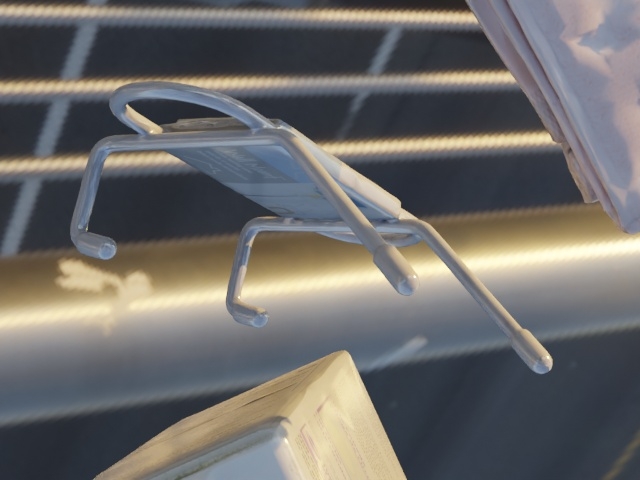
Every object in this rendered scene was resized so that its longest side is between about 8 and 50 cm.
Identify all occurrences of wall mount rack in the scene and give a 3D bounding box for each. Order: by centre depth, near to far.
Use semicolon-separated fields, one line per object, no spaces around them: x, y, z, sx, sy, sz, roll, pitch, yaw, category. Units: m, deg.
0.000;0.000;1.160;0.350;0.304;0.130;29;68;-52;wall mount rack

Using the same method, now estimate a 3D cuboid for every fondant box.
0.009;0.176;0.605;0.096;0.238;0.330;-25;178;5;fondant box

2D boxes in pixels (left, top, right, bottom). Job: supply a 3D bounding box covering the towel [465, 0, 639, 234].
0.147;-0.213;0.478;0.331;0.317;0.053;-30;-174;-10;towel
